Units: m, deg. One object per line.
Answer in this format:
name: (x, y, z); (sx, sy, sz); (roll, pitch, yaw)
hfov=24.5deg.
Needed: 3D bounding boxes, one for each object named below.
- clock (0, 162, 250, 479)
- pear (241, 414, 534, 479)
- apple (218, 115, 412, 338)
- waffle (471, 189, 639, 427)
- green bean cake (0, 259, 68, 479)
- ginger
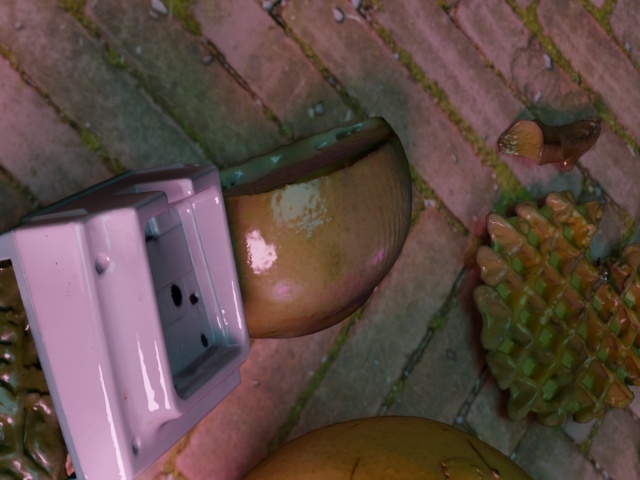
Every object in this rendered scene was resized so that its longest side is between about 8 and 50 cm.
clock: (-0.145, 0.061, 1.270); (0.262, 0.116, 0.231); (-35, 112, -66)
pear: (0.060, 0.323, 1.335); (0.348, 0.348, 0.348); (4, 82, -31)
apple: (0.000, 0.000, 1.453); (0.265, 0.120, 0.193); (-20, 106, -29)
waffle: (0.270, 0.074, 1.643); (0.250, 0.056, 0.261); (-4, 88, -31)
green bean cake: (-0.324, 0.134, 1.227); (0.222, 0.125, 0.248); (1, 83, -32)
ginger: (0.264, -0.110, 1.669); (0.137, 0.044, 0.057); (-5, 69, -34)
